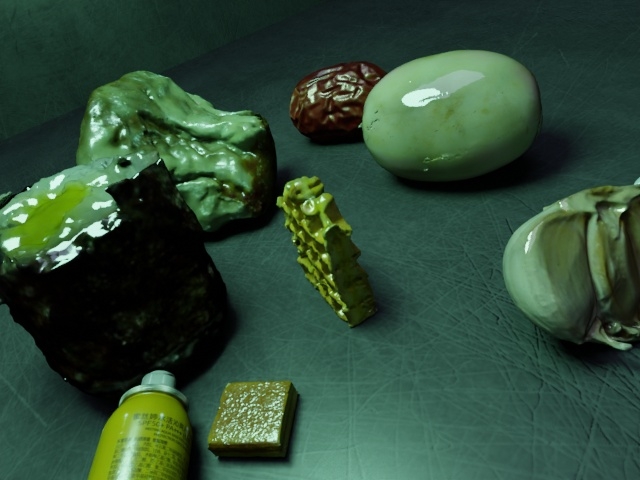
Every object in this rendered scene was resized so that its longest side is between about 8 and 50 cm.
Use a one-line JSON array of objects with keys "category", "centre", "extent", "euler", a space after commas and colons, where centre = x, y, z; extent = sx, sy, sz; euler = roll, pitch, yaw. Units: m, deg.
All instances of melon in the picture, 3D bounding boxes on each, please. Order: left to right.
[{"category": "melon", "centre": [0.222, -0.216, 0.847], "extent": [0.316, 0.223, 0.223], "euler": [-2, 39, 27]}]

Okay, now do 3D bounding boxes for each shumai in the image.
[{"category": "shumai", "centre": [-0.252, -0.156, 0.953], "extent": [0.323, 0.324, 0.397], "euler": [4, 41, 5]}]

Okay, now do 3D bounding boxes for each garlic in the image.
[{"category": "garlic", "centre": [0.311, 0.029, 0.565], "extent": [0.229, 0.178, 0.143], "euler": [-10, 1, -17]}]

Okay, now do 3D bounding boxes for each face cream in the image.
[{"category": "face cream", "centre": [-0.195, 0.285, 0.485], "extent": [0.105, 0.105, 0.349], "euler": [-16, 36, 5]}]

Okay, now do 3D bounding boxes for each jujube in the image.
[{"category": "jujube", "centre": [0.049, -0.325, 1.119], "extent": [0.250, 0.174, 0.174], "euler": [-8, 36, 29]}]

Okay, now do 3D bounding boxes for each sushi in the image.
[{"category": "sushi", "centre": [-0.314, 0.044, 0.698], "extent": [0.299, 0.294, 0.281], "euler": [7, 43, 34]}]

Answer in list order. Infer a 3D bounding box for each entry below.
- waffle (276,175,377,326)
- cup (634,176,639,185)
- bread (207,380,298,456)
[{"category": "waffle", "centre": [0.000, 0.000, 0.677], "extent": [0.055, 0.211, 0.160], "euler": [-29, 36, -14]}, {"category": "cup", "centre": [0.547, -0.083, 0.574], "extent": [0.173, 0.168, 0.299], "euler": [-16, 9, -9]}, {"category": "bread", "centre": [-0.080, 0.217, 0.580], "extent": [0.094, 0.035, 0.090], "euler": [-7, 38, 17]}]
